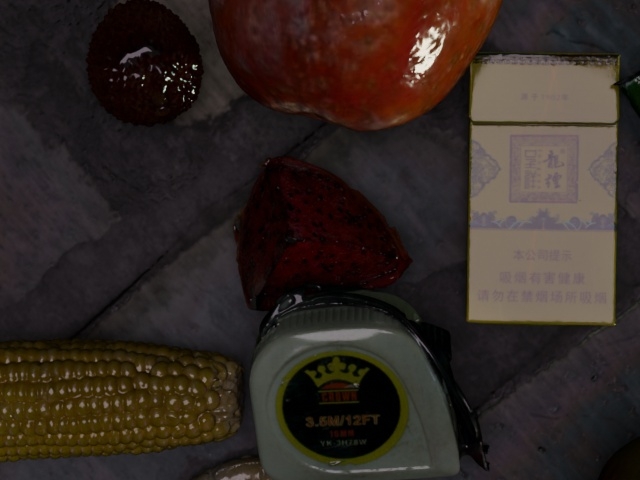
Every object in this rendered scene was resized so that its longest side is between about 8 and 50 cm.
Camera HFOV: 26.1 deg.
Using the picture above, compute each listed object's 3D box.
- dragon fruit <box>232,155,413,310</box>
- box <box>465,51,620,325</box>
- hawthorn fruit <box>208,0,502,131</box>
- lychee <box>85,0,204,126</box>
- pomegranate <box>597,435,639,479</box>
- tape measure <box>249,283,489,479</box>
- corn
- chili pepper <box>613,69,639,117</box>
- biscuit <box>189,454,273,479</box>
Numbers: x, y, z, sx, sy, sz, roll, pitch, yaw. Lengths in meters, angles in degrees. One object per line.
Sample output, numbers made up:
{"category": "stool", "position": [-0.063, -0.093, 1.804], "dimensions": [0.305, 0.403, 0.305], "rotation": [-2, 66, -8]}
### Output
{"category": "dragon fruit", "position": [-0.001, 0.001, 1.429], "dimensions": [0.161, 0.120, 0.127], "rotation": [11, 52, -22]}
{"category": "box", "position": [0.227, -0.052, 1.421], "dimensions": [0.153, 0.041, 0.279], "rotation": [1, 93, 6]}
{"category": "hawthorn fruit", "position": [0.030, -0.243, 1.331], "dimensions": [0.284, 0.284, 0.284], "rotation": [0, 92, 5]}
{"category": "lychee", "position": [-0.178, -0.184, 1.412], "dimensions": [0.123, 0.123, 0.129], "rotation": [-2, 65, 5]}
{"category": "pomegranate", "position": [0.404, 0.326, 1.304], "dimensions": [0.323, 0.291, 0.291], "rotation": [19, 94, 4]}
{"category": "tape measure", "position": [0.049, 0.139, 1.397], "dimensions": [0.235, 0.115, 0.207], "rotation": [-4, 111, 5]}
{"category": "corn", "position": [-0.252, 0.164, 1.426], "dimensions": [0.346, 0.130, 0.130], "rotation": [1, 92, 2]}
{"category": "chili pepper", "position": [0.417, -0.075, 1.372], "dimensions": [0.136, 0.099, 0.270], "rotation": [-29, 90, -24]}
{"category": "biscuit", "position": [-0.023, 0.302, 1.455], "dimensions": [0.289, 0.038, 0.141], "rotation": [19, 93, 4]}
